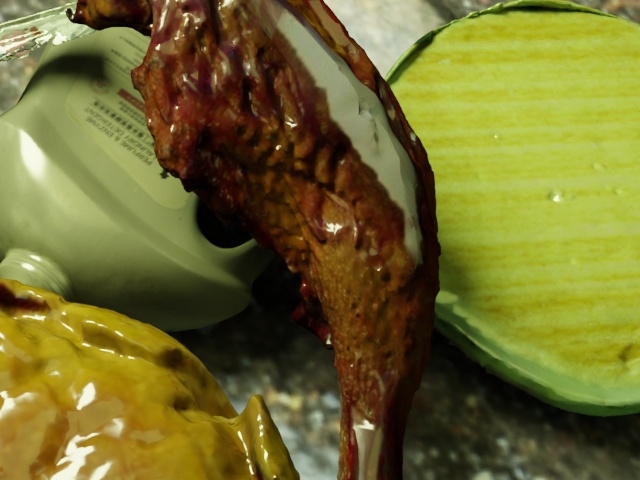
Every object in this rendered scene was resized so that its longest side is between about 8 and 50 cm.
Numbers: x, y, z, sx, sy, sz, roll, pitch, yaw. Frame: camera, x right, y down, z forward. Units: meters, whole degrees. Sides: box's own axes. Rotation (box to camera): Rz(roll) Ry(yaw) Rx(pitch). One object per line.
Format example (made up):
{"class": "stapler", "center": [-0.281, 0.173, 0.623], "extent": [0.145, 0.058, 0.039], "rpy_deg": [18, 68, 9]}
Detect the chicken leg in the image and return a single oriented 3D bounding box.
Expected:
{"class": "chicken leg", "center": [0.000, 0.000, 0.909], "extent": [0.158, 0.096, 0.407], "rpy_deg": [-17, 88, -40]}

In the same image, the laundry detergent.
{"class": "laundry detergent", "center": [-0.096, -0.042, 0.974], "extent": [0.181, 0.091, 0.253], "rpy_deg": [38, 55, -5]}

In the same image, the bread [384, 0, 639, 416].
{"class": "bread", "center": [0.160, -0.026, 1.064], "extent": [0.301, 0.045, 0.301], "rpy_deg": [8, 55, -12]}

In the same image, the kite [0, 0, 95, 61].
{"class": "kite", "center": [-0.290, -0.061, 0.905], "extent": [0.368, 0.014, 0.406], "rpy_deg": [-17, 39, -5]}

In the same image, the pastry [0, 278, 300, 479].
{"class": "pastry", "center": [-0.145, 0.181, 0.778], "extent": [0.356, 0.164, 0.356], "rpy_deg": [8, 59, -13]}
